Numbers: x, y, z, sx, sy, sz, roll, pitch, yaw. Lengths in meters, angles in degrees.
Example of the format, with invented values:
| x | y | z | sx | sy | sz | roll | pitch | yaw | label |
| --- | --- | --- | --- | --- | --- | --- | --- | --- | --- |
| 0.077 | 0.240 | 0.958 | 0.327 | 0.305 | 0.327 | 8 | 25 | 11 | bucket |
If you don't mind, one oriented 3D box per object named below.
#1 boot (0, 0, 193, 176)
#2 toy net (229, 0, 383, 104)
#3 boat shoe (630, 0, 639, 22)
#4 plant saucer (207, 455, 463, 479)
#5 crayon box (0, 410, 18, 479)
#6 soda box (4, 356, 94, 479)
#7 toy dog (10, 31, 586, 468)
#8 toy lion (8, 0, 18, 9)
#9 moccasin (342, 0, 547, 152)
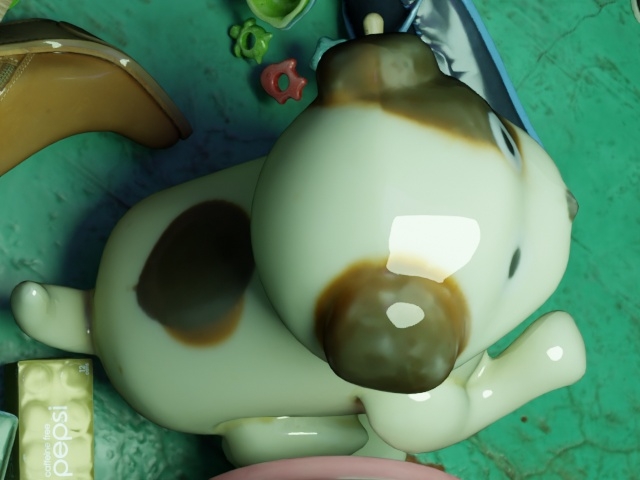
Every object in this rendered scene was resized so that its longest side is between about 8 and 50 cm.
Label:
| x | y | z | sx | sy | sz | roll | pitch | yaw | label |
| --- | --- | --- | --- | --- | --- | --- | --- | --- | --- |
| -0.251 | -0.079 | 1.170 | 0.283 | 0.109 | 0.220 | 31 | 90 | -45 | boot |
| 0.012 | -0.140 | 1.235 | 0.232 | 0.122 | 0.045 | 46 | 23 | 22 | toy net |
| 0.320 | -0.274 | 1.457 | 0.046 | 0.038 | 0.125 | -6 | 86 | -22 | boat shoe |
| 0.008 | 0.251 | 1.131 | 0.332 | 0.332 | 0.084 | 13 | 54 | -20 | plant saucer |
| -0.391 | 0.120 | 1.036 | 0.322 | 0.203 | 0.083 | 17 | 77 | -19 | crayon box |
| -0.215 | 0.184 | 1.176 | 0.061 | 0.058 | 0.181 | 0 | 82 | -23 | soda box |
| 0.010 | 0.006 | 1.062 | 0.395 | 0.408 | 0.285 | 16 | 69 | -21 | toy dog |
| -0.267 | -0.234 | 1.227 | 0.096 | 0.034 | 0.100 | 1 | 83 | -29 | toy lion |
| 0.089 | -0.139 | 1.297 | 0.117 | 0.137 | 0.342 | -35 | 96 | -18 | moccasin |
